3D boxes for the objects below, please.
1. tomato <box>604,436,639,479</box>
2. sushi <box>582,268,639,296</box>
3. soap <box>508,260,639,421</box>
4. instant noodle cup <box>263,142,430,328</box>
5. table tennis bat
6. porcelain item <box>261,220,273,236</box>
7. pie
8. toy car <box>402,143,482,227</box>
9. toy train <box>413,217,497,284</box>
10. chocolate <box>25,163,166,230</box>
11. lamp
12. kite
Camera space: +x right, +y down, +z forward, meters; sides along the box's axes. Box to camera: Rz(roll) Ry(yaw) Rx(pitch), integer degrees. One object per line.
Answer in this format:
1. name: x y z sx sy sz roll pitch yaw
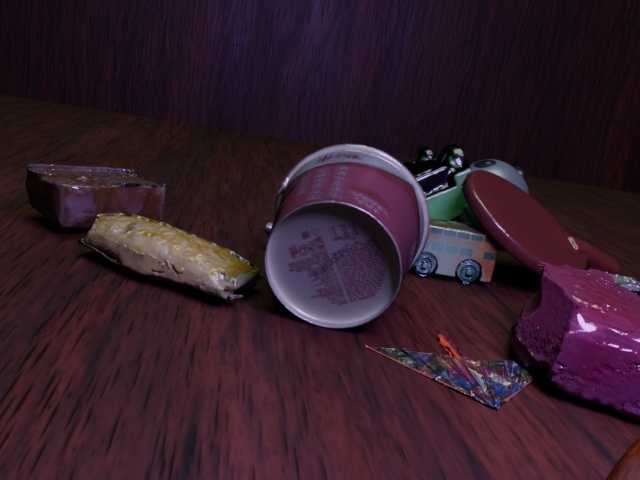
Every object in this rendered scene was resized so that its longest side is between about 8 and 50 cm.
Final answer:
1. tomato: 0.255 0.182 0.288 0.265 0.265 0.265 9 15 -2
2. sushi: 0.467 0.098 1.050 0.098 0.084 0.094 11 18 22
3. soap: 0.354 0.114 0.860 0.182 0.112 0.289 25 17 16
4. instant noodle cup: 0.030 0.002 0.893 0.234 0.235 0.178 12 25 7
5. table tennis bat: 0.430 -0.010 1.241 0.414 0.051 0.268 22 35 -29
6. porcelain item: 0.000 0.000 1.137 0.215 0.069 0.081 12 27 5
7. pie: -0.213 0.020 0.934 0.282 0.068 0.128 21 19 22
8. toy car: 0.206 -0.087 1.395 0.213 0.176 0.358 -24 11 -7
9. toy train: 0.222 0.017 1.160 0.188 0.099 0.072 10 15 -2
10. chocolate: -0.385 -0.071 1.108 0.148 0.093 0.214 20 17 39
11. lamp: 0.365 -0.095 1.533 0.244 0.198 0.197 -2 9 27
12. kite: 0.173 0.153 0.793 0.232 0.009 0.189 8 15 -9
